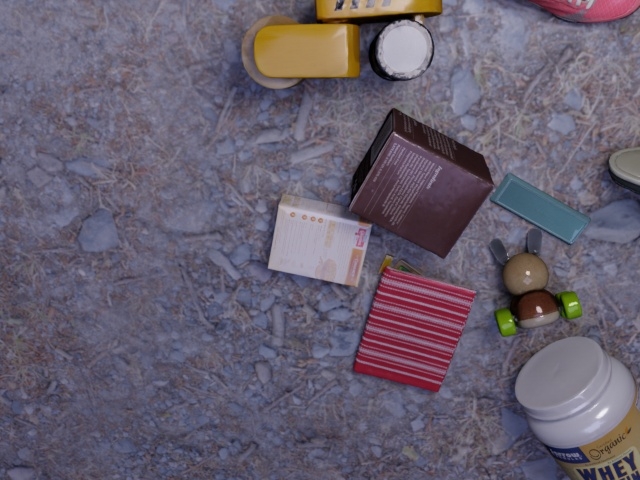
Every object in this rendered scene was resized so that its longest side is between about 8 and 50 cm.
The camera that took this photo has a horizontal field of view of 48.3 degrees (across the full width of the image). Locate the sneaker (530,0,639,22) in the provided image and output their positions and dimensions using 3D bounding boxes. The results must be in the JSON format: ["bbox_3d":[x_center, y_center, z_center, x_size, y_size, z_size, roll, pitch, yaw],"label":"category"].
[{"bbox_3d":[0.377,-0.416,1.152,0.313,0.136,0.116,15,116,-1],"label":"sneaker"}]

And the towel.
[{"bbox_3d":[0.193,0.192,1.500,0.198,0.031,0.275,14,118,-1],"label":"towel"}]

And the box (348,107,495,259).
[{"bbox_3d":[0.178,-0.106,1.296,0.203,0.168,0.167,27,114,-6],"label":"box"}]

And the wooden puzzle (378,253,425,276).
[{"bbox_3d":[0.169,0.082,1.468,0.116,0.014,0.079,29,114,-8],"label":"wooden puzzle"}]

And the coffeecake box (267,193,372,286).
[{"bbox_3d":[0.000,0.000,1.417,0.185,0.068,0.143,12,115,0],"label":"coffeecake box"}]

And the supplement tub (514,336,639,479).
[{"bbox_3d":[0.561,0.372,1.444,0.228,0.228,0.316,-35,107,19],"label":"supplement tub"}]

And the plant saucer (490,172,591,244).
[{"bbox_3d":[0.426,-0.058,1.377,0.192,0.018,0.067,28,114,-6],"label":"plant saucer"}]

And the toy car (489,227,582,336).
[{"bbox_3d":[0.404,0.077,1.404,0.154,0.149,0.189,-17,83,10],"label":"toy car"}]

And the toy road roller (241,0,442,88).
[{"bbox_3d":[0.035,-0.380,1.177,0.329,0.202,0.241,-3,102,2],"label":"toy road roller"}]

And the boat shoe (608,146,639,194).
[{"bbox_3d":[0.680,-0.083,1.288,0.339,0.127,0.113,6,138,0],"label":"boat shoe"}]
